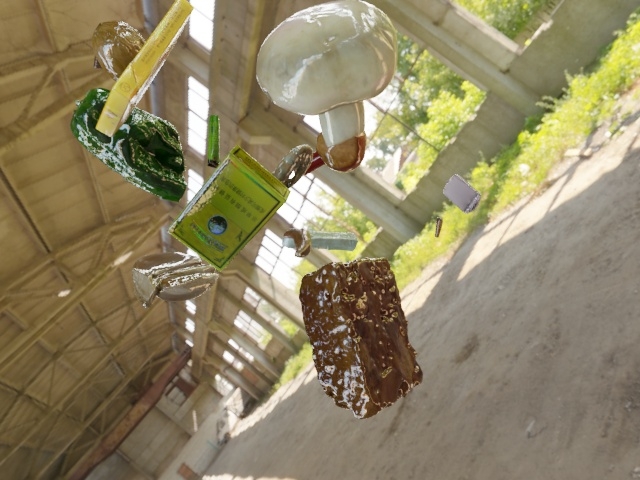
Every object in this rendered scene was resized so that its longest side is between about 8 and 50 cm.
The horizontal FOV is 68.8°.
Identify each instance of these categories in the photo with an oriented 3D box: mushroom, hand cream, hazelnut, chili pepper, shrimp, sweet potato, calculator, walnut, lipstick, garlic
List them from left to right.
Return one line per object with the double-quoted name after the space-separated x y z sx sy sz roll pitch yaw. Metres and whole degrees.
-0.613 -0.581 1.457 0.167 0.207 0.167 -21 41 19 "walnut"
-0.530 -0.272 1.350 0.213 0.385 0.167 -48 29 8 "chili pepper"
-0.531 0.130 1.664 0.325 0.279 0.132 -12 -55 -57 "garlic"
-0.244 -0.226 1.072 0.023 0.122 0.036 -7 -9 34 "hand cream"
-0.118 -0.229 1.642 0.254 0.059 0.145 -53 -24 2 "shrimp"
-0.064 0.000 1.464 0.078 0.058 0.255 -37 22 -1 "sweet potato"
0.016 -0.365 2.019 0.241 0.080 0.080 -25 2 13 "lipstick"
0.030 -0.427 1.168 0.353 0.353 0.325 -50 16 -23 "mushroom"
0.070 -0.316 1.562 0.182 0.182 0.182 -52 -4 -5 "hazelnut"
0.554 -0.185 1.838 0.032 0.175 0.100 2 -50 -39 "calculator"

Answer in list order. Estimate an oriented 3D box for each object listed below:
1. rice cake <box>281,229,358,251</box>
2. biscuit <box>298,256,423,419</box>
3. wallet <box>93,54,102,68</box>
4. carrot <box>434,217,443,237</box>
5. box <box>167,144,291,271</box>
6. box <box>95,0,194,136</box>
0.000 0.000 1.832 0.336 0.063 0.066 3 -54 -33 "rice cake"
0.110 0.247 1.270 0.166 0.395 0.342 -19 -11 30 "biscuit"
-0.752 -0.668 1.658 0.095 0.026 0.176 -14 -12 -32 "wallet"
0.536 -0.059 2.119 0.032 0.032 0.093 -41 -42 -72 "carrot"
-0.182 -0.058 0.926 0.220 0.141 0.064 -43 15 24 "box"
-0.338 -0.336 0.905 0.152 0.043 0.269 -25 40 53 "box"
